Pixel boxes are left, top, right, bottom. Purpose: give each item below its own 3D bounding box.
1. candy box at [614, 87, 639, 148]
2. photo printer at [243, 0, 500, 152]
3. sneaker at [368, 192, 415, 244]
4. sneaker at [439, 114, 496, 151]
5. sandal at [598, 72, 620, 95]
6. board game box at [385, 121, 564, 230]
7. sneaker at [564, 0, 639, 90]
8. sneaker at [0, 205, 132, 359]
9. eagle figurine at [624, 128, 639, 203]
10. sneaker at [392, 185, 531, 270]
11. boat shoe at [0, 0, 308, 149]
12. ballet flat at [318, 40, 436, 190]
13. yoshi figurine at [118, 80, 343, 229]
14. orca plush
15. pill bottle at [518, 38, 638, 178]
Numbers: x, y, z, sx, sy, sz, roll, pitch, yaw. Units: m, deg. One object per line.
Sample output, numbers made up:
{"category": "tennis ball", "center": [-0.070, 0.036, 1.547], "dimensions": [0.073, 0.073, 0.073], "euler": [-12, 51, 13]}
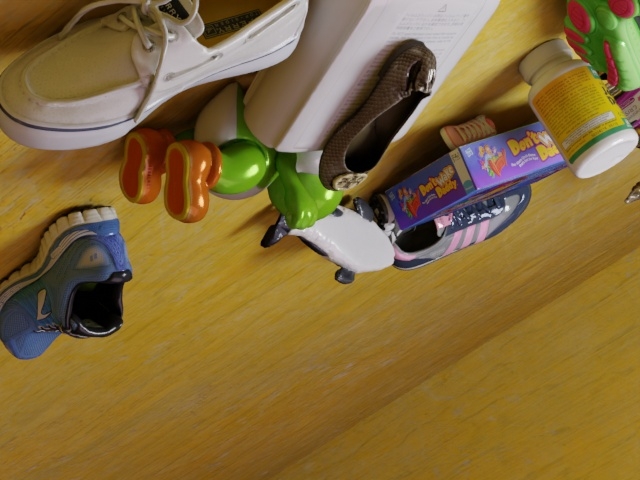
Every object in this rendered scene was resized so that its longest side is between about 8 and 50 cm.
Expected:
{"category": "candy box", "center": [0.665, -0.260, 2.306], "dimensions": [0.159, 0.071, 0.233], "euler": [-38, 159, 25]}
{"category": "photo printer", "center": [0.071, -0.248, 1.422], "dimensions": [0.256, 0.107, 0.307], "euler": [-10, 147, -42]}
{"category": "sneaker", "center": [0.128, -0.023, 2.154], "dimensions": [0.106, 0.078, 0.234], "euler": [-18, 157, -21]}
{"category": "sneaker", "center": [0.253, -0.185, 1.956], "dimensions": [0.070, 0.051, 0.134], "euler": [-35, 166, 25]}
{"category": "sandal", "center": [0.530, -0.303, 2.056], "dimensions": [0.180, 0.049, 0.072], "euler": [-44, 166, -1]}
{"category": "board game box", "center": [0.318, -0.131, 2.035], "dimensions": [0.347, 0.078, 0.233], "euler": [-19, 174, -33]}
{"category": "sneaker", "center": [0.444, -0.384, 1.593], "dimensions": [0.202, 0.185, 0.483], "euler": [-46, 165, -4]}
{"category": "sneaker", "center": [-0.369, 0.094, 1.657], "dimensions": [0.130, 0.147, 0.330], "euler": [-11, 155, -42]}
{"category": "eagle figurine", "center": [0.709, -0.169, 2.214], "dimensions": [0.225, 0.226, 0.298], "euler": [7, 149, -26]}
{"category": "sneaker", "center": [0.268, -0.041, 2.252], "dimensions": [0.319, 0.112, 0.131], "euler": [-31, 164, 4]}
{"category": "boat shoe", "center": [-0.160, -0.214, 1.182], "dimensions": [0.367, 0.135, 0.156], "euler": [-23, 161, -25]}
{"category": "ballet flat", "center": [0.073, -0.138, 1.423], "dimensions": [0.084, 0.058, 0.250], "euler": [-9, 146, -42]}
{"category": "yoshi figurine", "center": [-0.080, -0.083, 1.560], "dimensions": [0.362, 0.203, 0.203], "euler": [-14, 164, -41]}
{"category": "orca plush", "center": [0.000, 0.000, 2.007], "dimensions": [0.287, 0.151, 0.102], "euler": [-3, -177, -44]}
{"category": "pill bottle", "center": [0.406, -0.214, 1.850], "dimensions": [0.118, 0.208, 0.117], "euler": [-25, 160, -9]}
